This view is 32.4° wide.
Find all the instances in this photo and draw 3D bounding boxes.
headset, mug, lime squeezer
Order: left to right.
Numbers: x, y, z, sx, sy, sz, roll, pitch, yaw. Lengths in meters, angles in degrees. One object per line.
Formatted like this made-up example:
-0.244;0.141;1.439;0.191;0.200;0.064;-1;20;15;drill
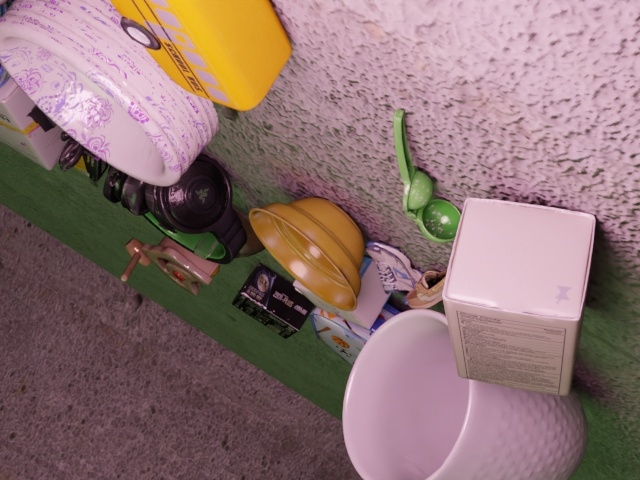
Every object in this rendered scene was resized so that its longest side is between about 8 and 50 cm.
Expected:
-0.280;-0.075;1.829;0.243;0.185;0.394;21;155;37;headset
0.143;-0.043;1.327;0.310;0.059;0.110;43;162;-32;lime squeezer
0.215;0.284;1.734;0.328;0.276;0.374;20;158;-35;mug

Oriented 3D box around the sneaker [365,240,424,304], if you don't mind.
0.114;0.052;1.689;0.135;0.058;0.052;40;163;-25;sneaker

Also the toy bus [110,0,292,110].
-0.148;-0.269;1.088;0.130;0.108;0.333;24;163;28;toy bus

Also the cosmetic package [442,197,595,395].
0.237;0.075;1.305;0.153;0.129;0.296;10;159;13;cosmetic package

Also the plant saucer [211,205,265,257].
-0.246;-0.052;2.112;0.310;0.050;0.310;29;166;8;plant saucer

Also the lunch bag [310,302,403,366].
0.130;0.190;2.001;0.303;0.115;0.243;29;163;15;lunch bag

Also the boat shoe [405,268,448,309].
0.168;0.066;1.634;0.045;0.050;0.135;47;144;-14;boat shoe

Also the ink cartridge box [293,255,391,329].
0.034;0.072;1.849;0.143;0.092;0.090;20;161;44;ink cartridge box

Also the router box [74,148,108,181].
-0.481;-0.186;2.159;0.133;0.046;0.179;33;165;-4;router box

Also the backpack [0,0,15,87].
-0.609;-0.296;1.559;0.355;0.290;0.273;4;177;-44;backpack

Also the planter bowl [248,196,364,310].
0.000;0.000;1.662;0.217;0.090;0.217;38;163;14;planter bowl

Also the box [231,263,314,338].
-0.101;0.132;2.343;0.147;0.077;0.180;33;166;-2;box

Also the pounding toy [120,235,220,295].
-0.284;0.062;2.153;0.154;0.155;0.269;44;162;-24;pounding toy

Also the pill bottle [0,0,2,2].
-0.371;-0.344;1.204;0.160;0.160;0.283;39;164;-24;pill bottle

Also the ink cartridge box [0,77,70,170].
-0.546;-0.269;1.865;0.226;0.131;0.306;30;166;9;ink cartridge box

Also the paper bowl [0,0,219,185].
-0.246;-0.209;1.343;0.284;0.148;0.284;34;163;12;paper bowl
